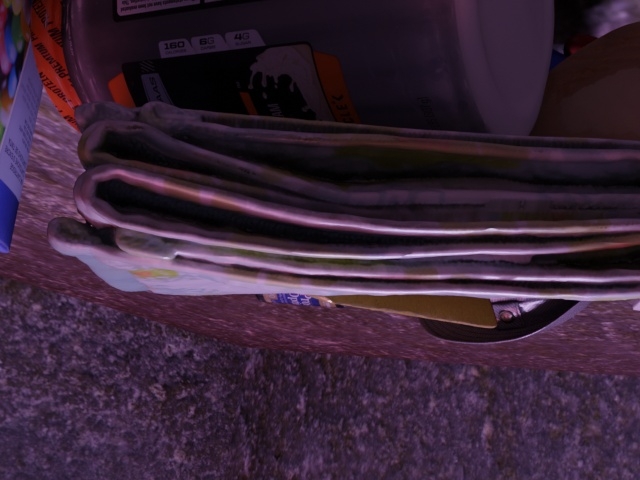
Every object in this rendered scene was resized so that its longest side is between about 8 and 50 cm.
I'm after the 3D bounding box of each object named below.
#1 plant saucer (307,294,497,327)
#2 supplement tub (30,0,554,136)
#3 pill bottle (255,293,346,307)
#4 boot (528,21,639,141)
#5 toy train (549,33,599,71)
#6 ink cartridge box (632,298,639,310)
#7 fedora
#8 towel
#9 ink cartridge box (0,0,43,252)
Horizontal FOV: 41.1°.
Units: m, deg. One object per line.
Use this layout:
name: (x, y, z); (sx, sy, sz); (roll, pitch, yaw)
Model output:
plant saucer: (0.000, 0.000, 0.969); (0.333, 0.080, 0.333); (20, -176, 41)
supplement tub: (-0.023, -0.145, 0.563); (0.316, 0.193, 0.194); (1, 164, 30)
pill bottle: (0.000, 0.056, 1.513); (0.219, 0.122, 0.123); (4, 166, 12)
boot: (0.285, -0.088, 0.629); (0.295, 0.104, 0.211); (-22, 160, 7)
toy train: (0.113, -0.149, 0.713); (0.248, 0.105, 0.143); (27, -175, 3)
ink cartridge box: (0.578, 0.050, 1.194); (0.237, 0.100, 0.172); (6, 167, 12)
fedora: (0.222, 0.005, 1.068); (0.276, 0.243, 0.124); (-3, 133, 39)
towel: (0.016, -0.003, 0.554); (0.321, 0.090, 0.374); (4, 176, -7)
ink cartridge box: (-0.235, -0.113, 0.568); (0.065, 0.311, 0.186); (10, 167, -3)
